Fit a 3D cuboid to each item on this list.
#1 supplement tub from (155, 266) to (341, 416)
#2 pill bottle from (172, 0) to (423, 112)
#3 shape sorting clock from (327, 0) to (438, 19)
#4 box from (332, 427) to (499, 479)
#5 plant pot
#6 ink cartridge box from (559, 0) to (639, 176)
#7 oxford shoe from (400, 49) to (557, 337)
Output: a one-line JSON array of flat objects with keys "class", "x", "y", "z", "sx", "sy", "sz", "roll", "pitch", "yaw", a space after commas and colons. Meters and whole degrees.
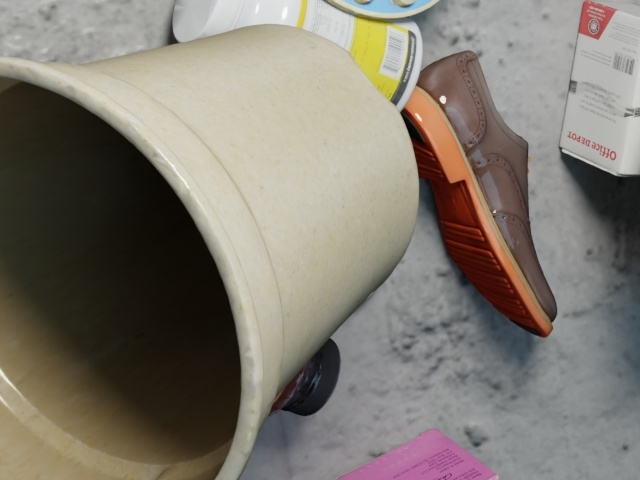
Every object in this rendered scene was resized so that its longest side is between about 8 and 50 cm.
[{"class": "supplement tub", "x": -0.081, "y": 0.081, "z": 1.561, "sx": 0.198, "sy": 0.106, "sz": 0.106, "roll": 22, "pitch": 96, "yaw": -31}, {"class": "pill bottle", "x": -0.019, "y": -0.158, "z": 1.515, "sx": 0.184, "sy": 0.103, "sz": 0.103, "roll": 19, "pitch": 97, "yaw": -30}, {"class": "shape sorting clock", "x": 0.038, "y": -0.273, "z": 1.506, "sx": 0.206, "sy": 0.040, "sz": 0.206, "roll": 11, "pitch": 70, "yaw": -33}, {"class": "box", "x": 0.066, "y": 0.329, "z": 1.711, "sx": 0.214, "sy": 0.117, "sz": 0.243, "roll": -24, "pitch": 116, "yaw": -18}, {"class": "plant pot", "x": -0.097, "y": -0.007, "z": 1.336, "sx": 0.305, "sy": 0.334, "sz": 0.333, "roll": -33, "pitch": 123, "yaw": -50}, {"class": "ink cartridge box", "x": 0.264, "y": -0.131, "z": 1.671, "sx": 0.056, "sy": 0.099, "sz": 0.135, "roll": 0, "pitch": 107, "yaw": -28}, {"class": "oxford shoe", "x": 0.153, "y": -0.035, "z": 1.651, "sx": 0.098, "sy": 0.097, "sz": 0.271, "roll": -38, "pitch": 120, "yaw": -18}]
